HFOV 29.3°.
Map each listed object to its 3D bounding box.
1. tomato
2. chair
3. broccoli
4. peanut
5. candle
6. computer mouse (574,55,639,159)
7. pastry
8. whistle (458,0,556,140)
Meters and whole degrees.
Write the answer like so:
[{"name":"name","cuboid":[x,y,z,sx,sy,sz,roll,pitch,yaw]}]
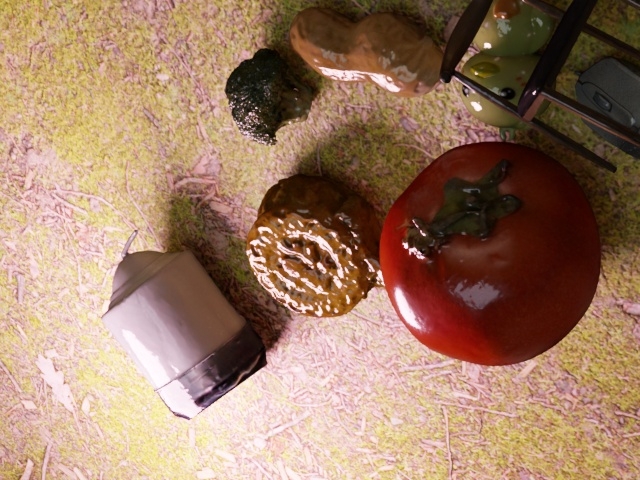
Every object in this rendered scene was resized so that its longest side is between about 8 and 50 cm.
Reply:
[{"name":"tomato","cuboid":[0.244,0.030,1.751,0.321,0.321,0.322,19,128,25]},{"name":"chair","cuboid":[0.296,-0.227,1.503,0.272,0.188,0.166,28,172,3]},{"name":"broccoli","cuboid":[-0.085,-0.220,1.930,0.137,0.146,0.162,13,116,-10]},{"name":"peanut","cuboid":[0.066,-0.280,1.796,0.263,0.101,0.117,15,101,31]},{"name":"candle","cuboid":[-0.266,0.147,2.244,0.342,0.221,0.221,53,134,-1]},{"name":"computer mouse","cuboid":[0.430,-0.164,1.629,0.229,0.068,0.113,30,131,16]},{"name":"pastry","cuboid":[0.000,0.000,2.023,0.235,0.132,0.240,-24,110,34]},{"name":"whistle","cuboid":[0.243,-0.275,1.645,0.141,0.141,0.294,6,121,33]}]
